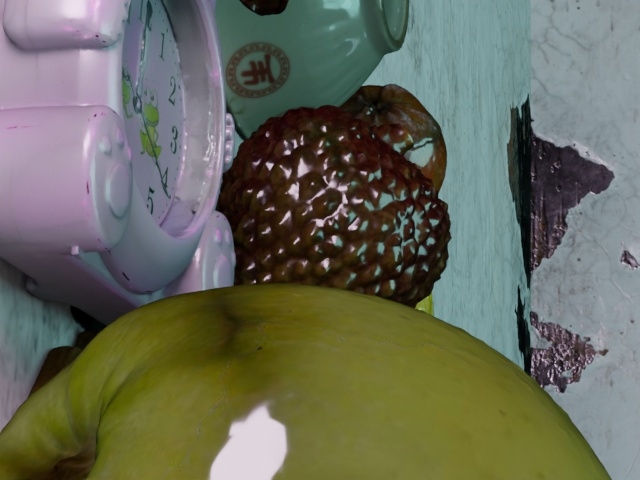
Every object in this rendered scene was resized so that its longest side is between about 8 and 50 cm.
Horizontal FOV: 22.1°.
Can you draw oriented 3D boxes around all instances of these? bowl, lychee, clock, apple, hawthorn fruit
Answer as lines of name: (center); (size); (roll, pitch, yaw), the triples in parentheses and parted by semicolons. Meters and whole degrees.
bowl: (0.003, -0.264, 1.689); (0.337, 0.157, 0.337); (-1, 90, -74)
lychee: (0.000, 0.000, 1.541); (0.271, 0.236, 0.236); (-57, 152, -17)
clock: (-0.151, -0.110, 1.212); (0.295, 0.113, 0.322); (48, 42, -66)
apple: (-0.019, 0.248, 1.034); (0.473, 0.473, 0.474); (-2, 90, -74)
hawthorn fruit: (0.060, -0.090, 1.860); (0.173, 0.173, 0.173); (-2, 90, -74)

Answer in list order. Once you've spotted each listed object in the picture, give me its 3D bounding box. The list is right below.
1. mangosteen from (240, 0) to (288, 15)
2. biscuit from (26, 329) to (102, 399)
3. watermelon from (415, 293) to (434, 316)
mangosteen: (-0.028, -0.346, 1.392); (0.233, 0.287, 0.288); (119, -22, -64)
biscuit: (-0.166, 0.158, 1.263); (0.215, 0.034, 0.182); (-41, 128, -70)
watermelon: (0.073, 0.120, 1.934); (0.204, 0.127, 0.232); (-14, 100, -74)
